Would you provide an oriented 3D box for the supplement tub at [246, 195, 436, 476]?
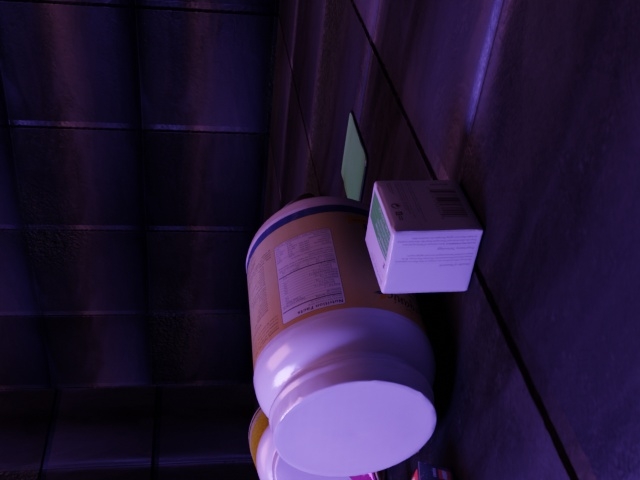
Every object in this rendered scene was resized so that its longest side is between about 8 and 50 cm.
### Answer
[{"bbox_3d":[0.022,0.118,0.966,0.316,0.228,0.228,-101,14,-47],"label":"supplement tub"}]

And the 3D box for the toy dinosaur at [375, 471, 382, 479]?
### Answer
[{"bbox_3d":[0.088,0.295,1.064,0.211,0.064,0.112,107,159,-61],"label":"toy dinosaur"}]

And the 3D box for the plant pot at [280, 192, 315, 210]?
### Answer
[{"bbox_3d":[-0.081,-0.010,1.779,0.032,0.236,0.236,39,148,17],"label":"plant pot"}]

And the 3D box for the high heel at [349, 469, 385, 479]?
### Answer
[{"bbox_3d":[0.081,0.266,1.152,0.117,0.082,0.244,29,107,43],"label":"high heel"}]

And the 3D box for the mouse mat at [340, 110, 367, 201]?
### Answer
[{"bbox_3d":[0.062,-0.140,1.404,0.189,0.007,0.152,-100,14,-51],"label":"mouse mat"}]

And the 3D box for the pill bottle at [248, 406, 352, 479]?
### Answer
[{"bbox_3d":[-0.035,0.403,1.415,0.334,0.188,0.187,157,113,-80],"label":"pill bottle"}]

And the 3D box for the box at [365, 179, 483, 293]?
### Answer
[{"bbox_3d":[0.111,-0.006,0.819,0.101,0.102,0.087,-104,15,-51],"label":"box"}]

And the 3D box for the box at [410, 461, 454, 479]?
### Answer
[{"bbox_3d":[0.109,0.381,0.792,0.233,0.044,0.159,-84,8,-62],"label":"box"}]
